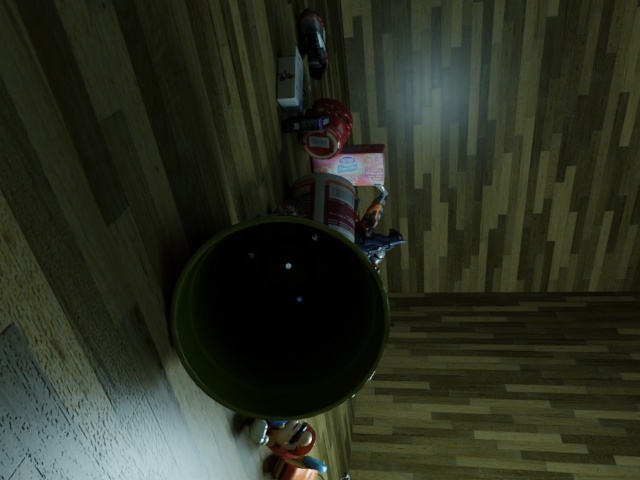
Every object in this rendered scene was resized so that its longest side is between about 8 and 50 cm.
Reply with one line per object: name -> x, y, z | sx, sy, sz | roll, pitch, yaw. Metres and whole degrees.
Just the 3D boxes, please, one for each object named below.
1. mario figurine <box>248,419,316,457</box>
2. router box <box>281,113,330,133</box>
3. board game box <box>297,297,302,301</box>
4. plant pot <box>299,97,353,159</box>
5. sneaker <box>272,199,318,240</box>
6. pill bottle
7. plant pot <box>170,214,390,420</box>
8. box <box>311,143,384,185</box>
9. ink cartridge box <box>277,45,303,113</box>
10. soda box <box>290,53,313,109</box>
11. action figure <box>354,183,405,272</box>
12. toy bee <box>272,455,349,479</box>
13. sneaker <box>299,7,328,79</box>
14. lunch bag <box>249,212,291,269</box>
mario figurine -> -0.076, 0.433, 1.201 | 0.170, 0.198, 0.321 | -115, -172, -56
router box -> -0.045, -0.395, 1.619 | 0.179, 0.133, 0.046 | -61, 147, -69
board game box -> -0.065, 0.373, 1.533 | 0.302, 0.086, 0.308 | 67, 24, -64
plant pot -> 0.016, -0.410, 1.818 | 0.191, 0.191, 0.174 | 77, 23, -46
sneaker -> -0.065, -0.003, 1.399 | 0.088, 0.092, 0.225 | -23, 86, -53
pill bottle -> 0.000, 0.000, 1.562 | 0.224, 0.224, 0.392 | 67, 24, -62
plant pot -> -0.072, 0.099, 0.970 | 0.353, 0.366, 0.367 | -99, -176, -77
box -> 0.123, -0.322, 2.052 | 0.154, 0.299, 0.142 | -68, 157, -62
ink cartridge box -> -0.097, -0.517, 1.555 | 0.104, 0.061, 0.181 | 45, 45, -75
soda box -> -0.068, -0.565, 1.724 | 0.061, 0.058, 0.181 | -77, 162, -52
action figure -> 0.189, -0.020, 1.664 | 0.178, 0.341, 0.330 | 12, 79, -42
toy bee -> -0.063, 0.693, 1.432 | 0.195, 0.162, 0.298 | -47, 131, -29
sneaker -> -0.026, -0.743, 1.863 | 0.276, 0.097, 0.135 | 77, 13, -51
lunch bag -> -0.121, 0.045, 1.288 | 0.176, 0.090, 0.219 | -79, 165, -59
